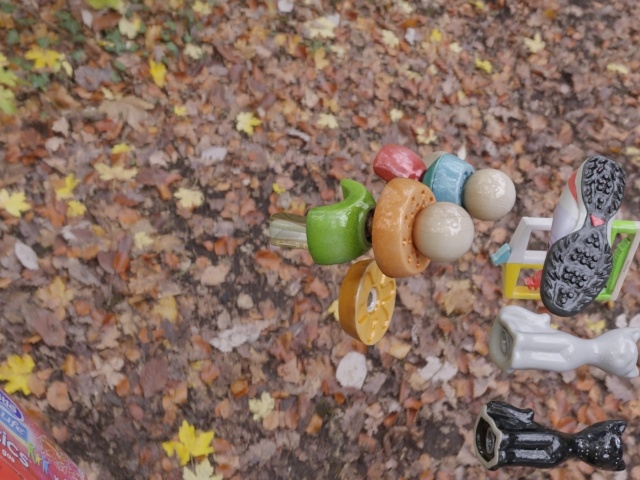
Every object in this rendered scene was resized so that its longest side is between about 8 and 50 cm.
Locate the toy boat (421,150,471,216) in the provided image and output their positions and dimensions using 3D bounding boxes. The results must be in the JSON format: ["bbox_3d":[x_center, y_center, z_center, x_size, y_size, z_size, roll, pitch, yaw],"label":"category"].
[{"bbox_3d":[0.217,-0.060,1.339,0.151,0.151,0.231,-32,24,5],"label":"toy boat"}]

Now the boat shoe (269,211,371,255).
[{"bbox_3d":[0.000,0.000,0.925,0.135,0.045,0.050,15,19,13],"label":"boat shoe"}]

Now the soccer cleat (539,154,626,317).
[{"bbox_3d":[0.444,0.002,1.288,0.108,0.116,0.318,25,65,0],"label":"soccer cleat"}]

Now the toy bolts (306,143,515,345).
[{"bbox_3d":[0.119,0.001,0.820,0.158,0.218,0.228,7,37,30],"label":"toy bolts"}]

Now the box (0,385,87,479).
[{"bbox_3d":[-0.302,0.168,0.565,0.128,0.257,0.122,-37,24,-9],"label":"box"}]

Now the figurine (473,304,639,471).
[{"bbox_3d":[0.327,0.204,0.987,0.209,0.092,0.215,7,95,-10],"label":"figurine"}]

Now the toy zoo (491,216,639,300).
[{"bbox_3d":[0.495,0.041,1.529,0.293,0.192,0.030,1,35,-5],"label":"toy zoo"}]
